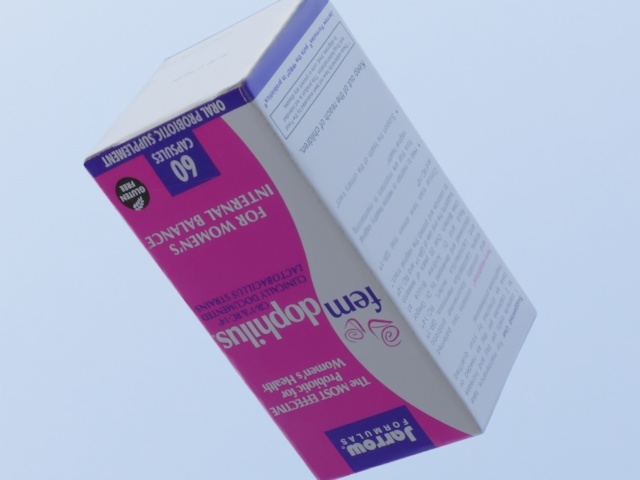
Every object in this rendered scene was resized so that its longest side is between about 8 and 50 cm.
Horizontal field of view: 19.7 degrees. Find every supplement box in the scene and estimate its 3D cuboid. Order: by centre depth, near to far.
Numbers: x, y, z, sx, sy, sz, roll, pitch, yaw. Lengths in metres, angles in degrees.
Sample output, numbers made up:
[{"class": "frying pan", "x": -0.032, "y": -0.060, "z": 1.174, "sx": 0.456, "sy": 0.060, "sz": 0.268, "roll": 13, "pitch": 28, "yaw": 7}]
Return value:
[{"class": "supplement box", "x": 0.000, "y": 0.000, "z": 0.945, "sx": 0.111, "sy": 0.220, "sz": 0.114, "roll": -23, "pitch": -158, "yaw": 34}]
